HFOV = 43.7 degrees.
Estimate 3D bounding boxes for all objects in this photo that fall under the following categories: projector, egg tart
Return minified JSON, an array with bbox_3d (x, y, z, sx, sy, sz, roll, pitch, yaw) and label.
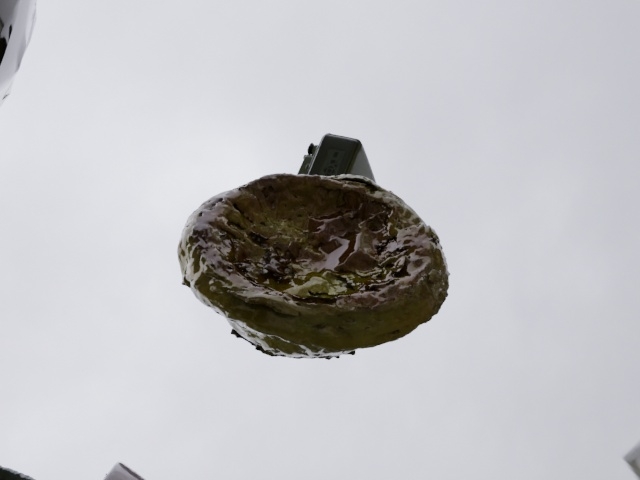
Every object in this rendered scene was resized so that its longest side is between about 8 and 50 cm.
[{"bbox_3d":[0.000,0.000,1.156,0.193,0.088,0.269,60,-132,-64],"label":"projector"},{"bbox_3d":[-0.007,0.033,0.851,0.290,0.290,0.115,-13,-50,-22],"label":"egg tart"}]

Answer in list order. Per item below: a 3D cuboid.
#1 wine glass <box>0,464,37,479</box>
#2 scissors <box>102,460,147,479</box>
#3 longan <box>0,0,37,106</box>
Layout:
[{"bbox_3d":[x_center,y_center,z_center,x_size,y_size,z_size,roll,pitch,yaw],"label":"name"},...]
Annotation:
[{"bbox_3d":[-0.334,0.369,0.534,0.267,0.267,0.405,7,-84,-31],"label":"wine glass"},{"bbox_3d":[-0.126,0.159,0.355,0.031,0.242,0.118,38,-116,-3],"label":"scissors"},{"bbox_3d":[-0.341,-0.151,0.396,0.391,0.391,0.390,-13,-57,-21],"label":"longan"}]
